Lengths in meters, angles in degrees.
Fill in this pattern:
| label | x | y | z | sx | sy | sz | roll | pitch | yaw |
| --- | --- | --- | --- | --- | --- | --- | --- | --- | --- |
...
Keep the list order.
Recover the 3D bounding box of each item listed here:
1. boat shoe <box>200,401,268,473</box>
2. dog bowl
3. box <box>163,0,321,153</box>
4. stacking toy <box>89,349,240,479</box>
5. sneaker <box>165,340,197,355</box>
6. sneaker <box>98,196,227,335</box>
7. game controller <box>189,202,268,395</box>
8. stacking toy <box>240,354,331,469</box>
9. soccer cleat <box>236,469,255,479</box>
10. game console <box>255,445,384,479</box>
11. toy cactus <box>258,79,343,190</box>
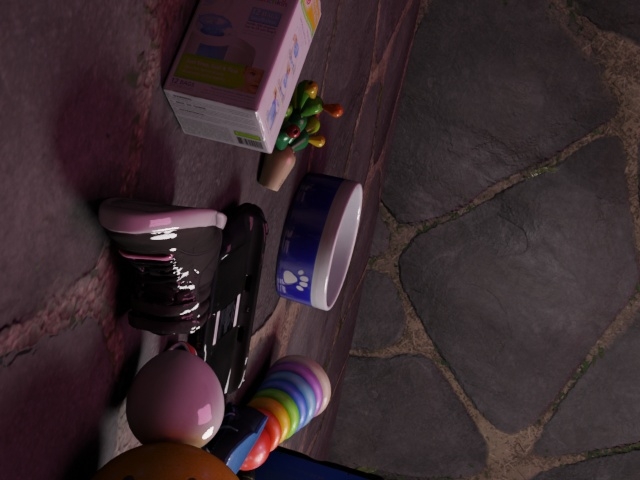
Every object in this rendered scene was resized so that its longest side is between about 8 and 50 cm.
| label | x | y | z | sx | sy | sz | roll | pitch | yaw |
| --- | --- | --- | --- | --- | --- | --- | --- | --- | --- |
| boat shoe | -0.158 | 0.328 | 1.525 | 0.109 | 0.089 | 0.258 | -63 | 175 | 1 |
| dog bowl | 0.000 | 0.000 | 1.871 | 0.265 | 0.104 | 0.265 | 15 | 90 | -81 |
| box | -0.083 | -0.220 | 1.066 | 0.103 | 0.114 | 0.203 | 76 | 31 | -67 |
| stacking toy | -0.184 | 0.350 | 1.037 | 0.351 | 0.350 | 0.480 | 84 | 3 | -63 |
| sneaker | -0.193 | 0.190 | 1.240 | 0.067 | 0.042 | 0.118 | 87 | 12 | -71 |
| sneaker | -0.165 | 0.033 | 0.990 | 0.296 | 0.104 | 0.147 | 15 | 84 | -84 |
| game controller | -0.145 | 0.105 | 1.390 | 0.166 | 0.067 | 0.319 | -28 | 132 | -57 |
| stacking toy | -0.098 | 0.339 | 1.793 | 0.330 | 0.141 | 0.141 | -35 | 139 | -64 |
| soccer cleat | -0.168 | 0.475 | 1.739 | 0.072 | 0.060 | 0.179 | 91 | 19 | -48 |
| game console | -0.029 | 0.531 | 1.904 | 0.250 | 0.293 | 0.173 | -59 | 160 | -58 |
| toy cactus | -0.040 | -0.164 | 1.483 | 0.219 | 0.112 | 0.181 | -62 | 175 | -84 |
